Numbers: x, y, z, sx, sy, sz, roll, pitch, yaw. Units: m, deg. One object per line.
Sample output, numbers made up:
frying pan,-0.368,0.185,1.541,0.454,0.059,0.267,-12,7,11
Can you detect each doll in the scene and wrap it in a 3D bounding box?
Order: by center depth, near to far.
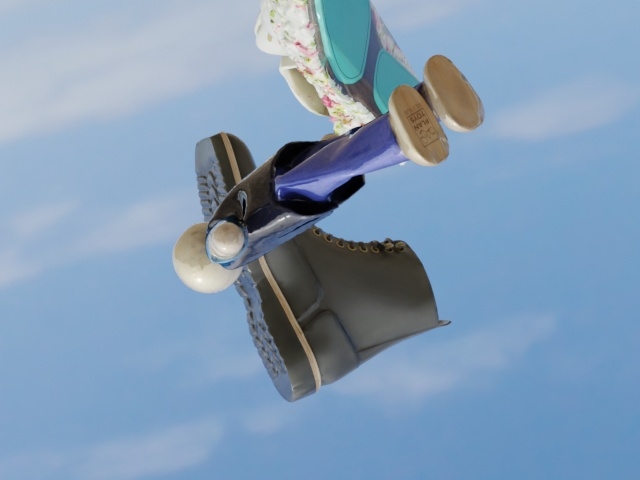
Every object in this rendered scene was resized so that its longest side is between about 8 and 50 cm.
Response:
doll,-0.011,-0.023,0.911,0.189,0.046,0.129,-30,-172,41

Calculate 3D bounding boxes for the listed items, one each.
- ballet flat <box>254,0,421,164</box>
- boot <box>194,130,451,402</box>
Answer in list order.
ballet flat,0.003,-0.120,1.178,0.077,0.241,0.091,2,-120,23
boot,0.000,0.000,1.345,0.137,0.198,0.077,-22,-173,-17
